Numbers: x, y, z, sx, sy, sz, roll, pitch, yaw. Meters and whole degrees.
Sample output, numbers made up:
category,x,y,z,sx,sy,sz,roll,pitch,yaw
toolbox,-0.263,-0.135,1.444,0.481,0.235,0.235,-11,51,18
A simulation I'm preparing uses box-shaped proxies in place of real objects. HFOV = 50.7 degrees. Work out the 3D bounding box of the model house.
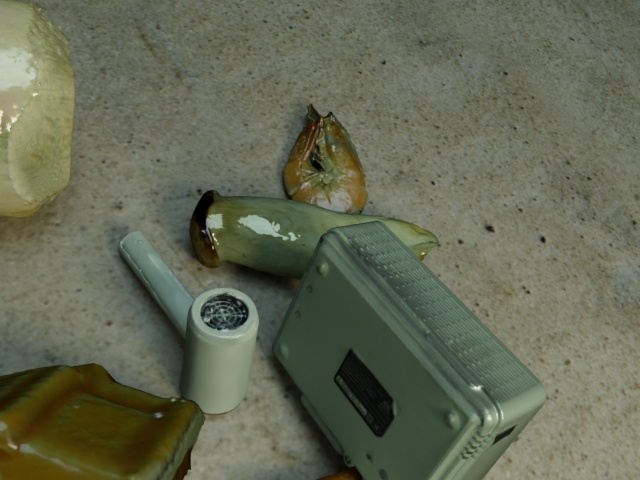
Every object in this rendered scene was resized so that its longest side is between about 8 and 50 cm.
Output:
category,x,y,z,sx,sy,sz,roll,pitch,yaw
model house,-0.238,0.193,0.555,0.239,0.174,0.268,22,7,-1

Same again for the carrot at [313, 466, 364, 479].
category,x,y,z,sx,sy,sz,roll,pitch,yaw
carrot,0.030,0.259,0.694,0.209,0.061,0.061,-12,62,-36

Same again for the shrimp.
category,x,y,z,sx,sy,sz,roll,pitch,yaw
shrimp,0.001,-0.114,0.959,0.115,0.051,0.217,2,58,-21

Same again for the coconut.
category,x,y,z,sx,sy,sz,roll,pitch,yaw
coconut,-0.385,-0.137,0.685,0.244,0.239,0.239,-2,57,-28

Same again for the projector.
category,x,y,z,sx,sy,sz,roll,pitch,yaw
projector,0.066,0.130,0.676,0.099,0.192,0.257,-11,47,-40

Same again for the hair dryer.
category,x,y,z,sx,sy,sz,roll,pitch,yaw
hair dryer,-0.149,0.058,0.725,0.073,0.131,0.236,-20,52,-31

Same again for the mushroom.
category,x,y,z,sx,sy,sz,roll,pitch,yaw
mushroom,0.000,0.003,0.849,0.333,0.087,0.107,10,51,-21
